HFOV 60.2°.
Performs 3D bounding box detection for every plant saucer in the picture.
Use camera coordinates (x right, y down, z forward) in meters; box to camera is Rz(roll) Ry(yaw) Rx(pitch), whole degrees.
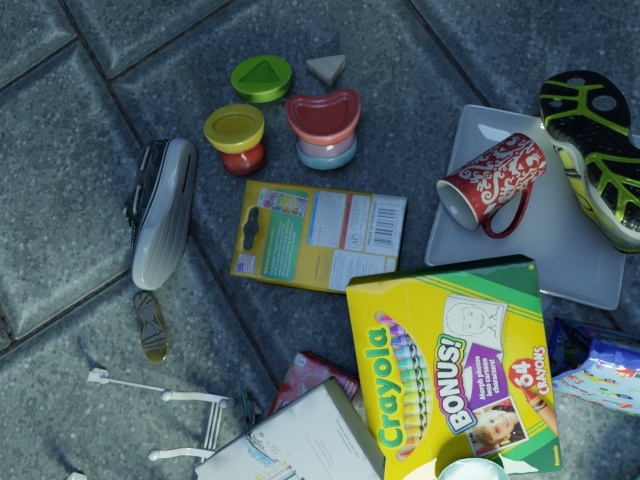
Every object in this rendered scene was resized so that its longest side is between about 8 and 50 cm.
[{"bbox_3d":[0.254,0.404,0.923,0.120,0.021,0.119,1,110,4],"label":"plant saucer"}]

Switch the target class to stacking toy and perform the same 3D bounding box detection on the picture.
[{"bbox_3d":[-0.066,-0.258,1.174,0.309,0.130,0.279,0,54,7],"label":"stacking toy"}]

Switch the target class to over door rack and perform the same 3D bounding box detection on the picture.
[{"bbox_3d":[-0.345,0.398,1.074,0.325,0.108,0.239,8,80,11],"label":"over door rack"}]

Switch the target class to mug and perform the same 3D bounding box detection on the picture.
[{"bbox_3d":[0.319,-0.099,1.013,0.169,0.150,0.113,-37,37,-6],"label":"mug"}]

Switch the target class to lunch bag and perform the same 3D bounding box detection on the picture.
[{"bbox_3d":[0.502,0.209,0.873,0.221,0.293,0.138,15,83,11],"label":"lunch bag"}]

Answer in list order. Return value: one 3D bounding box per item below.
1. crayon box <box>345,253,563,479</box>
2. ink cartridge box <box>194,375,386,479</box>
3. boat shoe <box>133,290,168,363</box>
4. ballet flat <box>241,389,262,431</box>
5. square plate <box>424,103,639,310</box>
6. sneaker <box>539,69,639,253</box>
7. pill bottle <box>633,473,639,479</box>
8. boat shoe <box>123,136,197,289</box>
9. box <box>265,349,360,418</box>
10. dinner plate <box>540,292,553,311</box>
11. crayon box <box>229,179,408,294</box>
[{"bbox_3d":[0.227,0.226,0.967,0.313,0.106,0.362,-9,94,7],"label":"crayon box"},{"bbox_3d":[-0.039,0.351,0.872,0.233,0.171,0.168,-33,79,1],"label":"ink cartridge box"},{"bbox_3d":[-0.351,0.179,1.152,0.056,0.048,0.152,-19,84,-7],"label":"boat shoe"},{"bbox_3d":[-0.133,0.350,1.087,0.041,0.041,0.114,-8,79,8],"label":"ballet flat"},{"bbox_3d":[0.407,-0.070,1.057,0.348,0.049,0.343,14,78,11],"label":"square plate"},{"bbox_3d":[0.479,-0.144,0.976,0.145,0.147,0.384,-10,57,8],"label":"sneaker"},{"bbox_3d":[0.549,0.470,0.893,0.264,0.146,0.146,-45,76,-1],"label":"pill bottle"},{"bbox_3d":[-0.350,-0.059,1.165,0.119,0.121,0.334,4,69,18],"label":"boat shoe"},{"bbox_3d":[-0.032,0.345,1.023,0.128,0.122,0.256,25,85,12],"label":"box"},{"bbox_3d":[0.378,0.082,1.060,0.141,0.017,0.141,-2,78,8],"label":"dinner plate"},{"bbox_3d":[0.000,0.000,1.102,0.323,0.083,0.202,8,81,10],"label":"crayon box"}]
